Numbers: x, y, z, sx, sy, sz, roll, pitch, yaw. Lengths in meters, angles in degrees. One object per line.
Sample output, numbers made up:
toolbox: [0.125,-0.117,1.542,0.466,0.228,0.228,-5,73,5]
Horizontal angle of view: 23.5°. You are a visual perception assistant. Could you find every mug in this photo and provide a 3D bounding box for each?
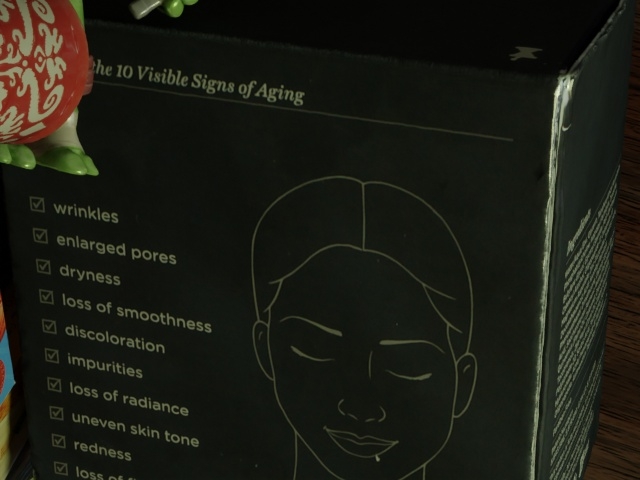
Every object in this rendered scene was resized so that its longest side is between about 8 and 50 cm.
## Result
mug: [-0.220,-0.083,0.893,0.169,0.113,0.150,-36,132,-72]

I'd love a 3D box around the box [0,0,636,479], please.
box: [0.000,0.000,1.341,0.297,0.480,0.472,-51,146,-55]

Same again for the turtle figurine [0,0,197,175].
turtle figurine: [-0.144,-0.174,1.046,0.198,0.274,0.266,-145,-112,-78]

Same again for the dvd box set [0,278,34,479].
dvd box set: [-0.274,0.152,1.534,0.308,0.062,0.420,95,18,-47]

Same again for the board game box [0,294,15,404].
board game box: [-0.343,0.110,1.105,0.302,0.086,0.308,94,19,-49]
